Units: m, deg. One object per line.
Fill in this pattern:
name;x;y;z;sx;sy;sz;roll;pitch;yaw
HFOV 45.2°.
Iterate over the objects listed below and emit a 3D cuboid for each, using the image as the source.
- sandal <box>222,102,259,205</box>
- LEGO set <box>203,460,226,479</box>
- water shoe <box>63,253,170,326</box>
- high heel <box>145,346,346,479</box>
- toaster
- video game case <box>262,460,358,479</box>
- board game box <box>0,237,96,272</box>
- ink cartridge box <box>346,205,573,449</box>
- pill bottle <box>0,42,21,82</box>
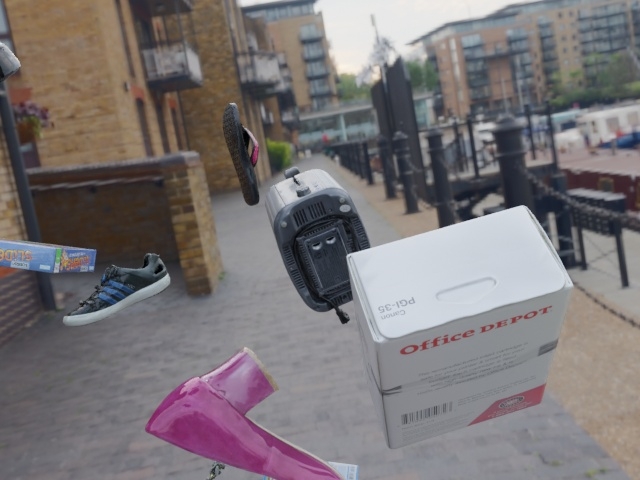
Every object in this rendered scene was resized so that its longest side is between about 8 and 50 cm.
sandal;-0.129;-0.149;1.325;0.040;0.179;0.067;-19;13;-23
LEGO set;-0.156;0.338;1.142;0.083;0.023;0.054;-47;-6;33
water shoe;-0.372;0.086;1.374;0.203;0.080;0.073;-26;10;-29
high heel;-0.049;0.224;0.697;0.117;0.244;0.082;-36;10;-25
toaster;0.000;0.000;1.162;0.129;0.226;0.146;-24;29;-2
video game case;-0.020;0.439;1.354;0.167;0.015;0.119;7;40;3
board game box;-0.442;0.017;1.093;0.201;0.035;0.136;7;-1;8
ink cartridge box;0.152;0.108;0.874;0.207;0.117;0.283;-16;-37;-3
pill bottle;-0.376;-0.218;0.678;0.123;0.219;0.122;-28;25;14
